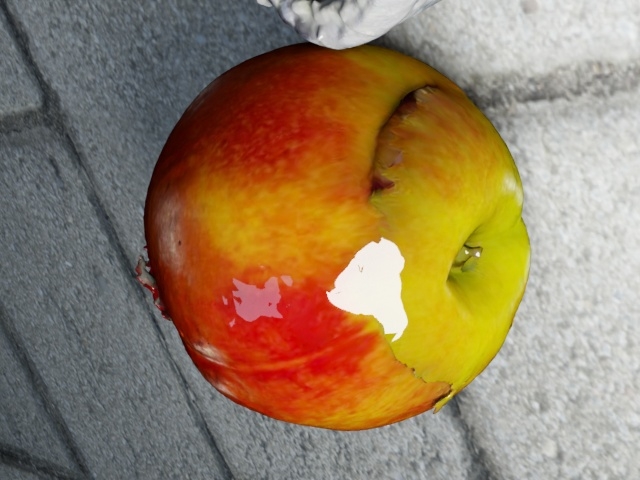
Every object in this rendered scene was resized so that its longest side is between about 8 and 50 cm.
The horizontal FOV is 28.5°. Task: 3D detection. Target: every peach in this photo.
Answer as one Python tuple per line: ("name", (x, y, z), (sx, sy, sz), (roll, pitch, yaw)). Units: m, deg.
("peach", (0.000, 0.000, 1.127), (0.370, 0.370, 0.370), (35, 143, 31))

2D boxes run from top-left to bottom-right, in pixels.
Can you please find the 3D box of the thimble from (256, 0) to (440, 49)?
("thimble", (0.035, -0.280, 0.990), (0.217, 0.157, 0.245), (45, 148, 20))
